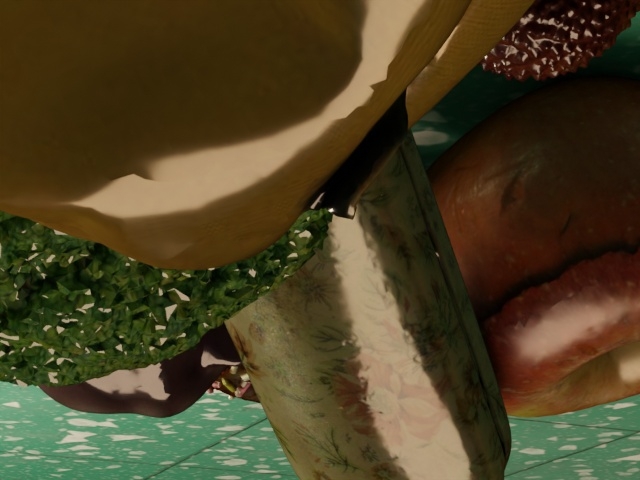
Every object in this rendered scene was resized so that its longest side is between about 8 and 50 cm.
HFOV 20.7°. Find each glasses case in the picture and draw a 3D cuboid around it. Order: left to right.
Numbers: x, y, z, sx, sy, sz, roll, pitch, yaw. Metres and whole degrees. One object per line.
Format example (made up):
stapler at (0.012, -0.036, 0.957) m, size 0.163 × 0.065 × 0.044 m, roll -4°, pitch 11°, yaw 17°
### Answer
glasses case at (0.002, 0.007, 1.109) m, size 0.156 × 0.098 × 0.425 m, roll -7°, pitch 120°, yaw 27°

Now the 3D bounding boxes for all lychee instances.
lychee at (0.115, -0.148, 0.960) m, size 0.123 × 0.123 × 0.129 m, roll 1°, pitch -164°, yaw -4°

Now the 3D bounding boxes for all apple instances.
apple at (0.186, 0.006, 1.246) m, size 0.251 × 0.206 × 0.272 m, roll 8°, pitch 146°, yaw -34°

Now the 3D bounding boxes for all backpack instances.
backpack at (-0.093, -0.173, 0.500) m, size 0.378 × 0.201 × 0.353 m, roll 31°, pitch 125°, yaw 15°

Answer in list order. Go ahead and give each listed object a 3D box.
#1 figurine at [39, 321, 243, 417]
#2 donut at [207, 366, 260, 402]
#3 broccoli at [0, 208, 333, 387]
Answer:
figurine at (-0.149, -0.022, 1.304) m, size 0.218 × 0.206 × 0.365 m, roll 3°, pitch 140°, yaw -3°
donut at (-0.009, 0.104, 1.754) m, size 0.269 × 0.103 × 0.270 m, roll 2°, pitch 163°, yaw 1°
broccoli at (-0.123, -0.086, 0.825) m, size 0.413 × 0.310 × 0.321 m, roll -10°, pitch 138°, yaw -10°
